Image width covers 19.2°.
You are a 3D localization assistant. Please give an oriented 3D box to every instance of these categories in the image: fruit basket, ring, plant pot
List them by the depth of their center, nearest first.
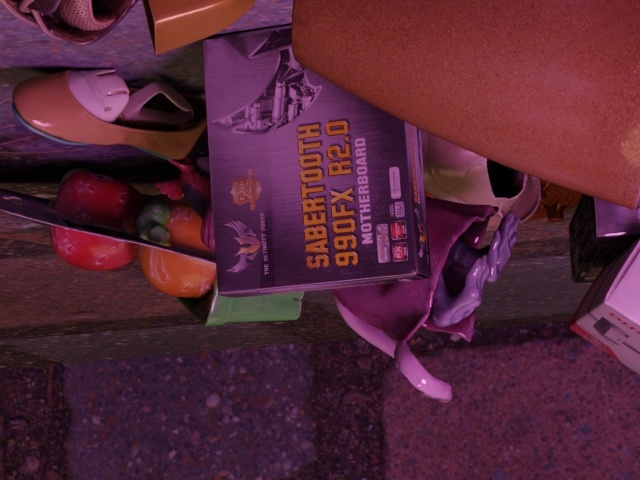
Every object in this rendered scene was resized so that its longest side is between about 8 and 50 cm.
[{"bbox_3d":[0.116,-0.159,1.311,0.254,0.237,0.237,10,171,8],"label":"plant pot"},{"bbox_3d":[-0.091,-0.193,1.390,0.083,0.081,0.081,-13,171,-7],"label":"plant pot"},{"bbox_3d":[-0.187,-0.021,2.089,0.353,0.165,0.327,19,-178,-13],"label":"fruit basket"},{"bbox_3d":[0.172,-0.038,2.443,0.336,0.032,0.336,-3,169,-1],"label":"ring"}]

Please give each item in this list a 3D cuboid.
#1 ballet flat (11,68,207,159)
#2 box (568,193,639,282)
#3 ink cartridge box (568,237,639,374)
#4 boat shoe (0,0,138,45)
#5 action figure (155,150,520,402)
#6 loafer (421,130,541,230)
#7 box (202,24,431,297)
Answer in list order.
[{"bbox_3d":[-0.191,-0.129,1.777,0.073,0.080,0.232,-41,155,25],"label":"ballet flat"},{"bbox_3d":[0.414,-0.017,2.135,0.242,0.077,0.307,-3,169,3],"label":"box"},{"bbox_3d":[0.370,0.087,2.036,0.158,0.092,0.218,33,169,3],"label":"ink cartridge box"},{"bbox_3d":[-0.164,-0.197,1.191,0.355,0.130,0.132,-7,169,21],"label":"boat shoe"},{"bbox_3d":[0.000,0.000,1.899,0.370,0.276,0.248,13,169,14],"label":"action figure"},{"bbox_3d":[0.189,-0.070,2.075,0.092,0.102,0.268,-2,171,29],"label":"loafer"},{"bbox_3d":[-0.004,-0.072,1.648,0.183,0.231,0.056,-5,173,17],"label":"box"}]
